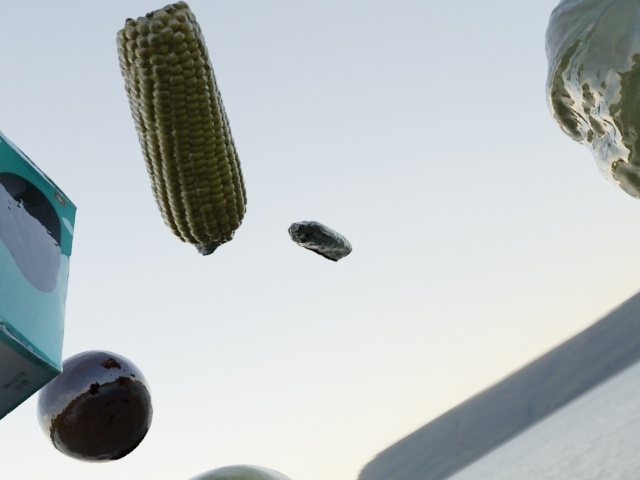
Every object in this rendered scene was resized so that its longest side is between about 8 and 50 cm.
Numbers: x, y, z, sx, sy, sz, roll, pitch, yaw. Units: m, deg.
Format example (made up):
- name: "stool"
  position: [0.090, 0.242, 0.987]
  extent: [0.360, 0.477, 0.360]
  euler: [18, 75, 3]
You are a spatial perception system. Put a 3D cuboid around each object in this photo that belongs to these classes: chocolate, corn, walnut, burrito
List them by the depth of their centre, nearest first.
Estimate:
- name: "walnut"
  position: [0.389, -0.194, 0.963]
  extent: [0.253, 0.282, 0.277]
  euler: [-38, -35, -3]
- name: "chocolate"
  position: [-0.314, 0.232, 1.206]
  extent: [0.177, 0.177, 0.177]
  euler: [-28, -17, -10]
- name: "corn"
  position: [-0.194, -0.156, 1.225]
  extent: [0.144, 0.144, 0.387]
  euler: [-25, -53, -20]
- name: "burrito"
  position: [-0.001, -0.001, 1.406]
  extent: [0.058, 0.045, 0.188]
  euler: [-36, -22, 13]

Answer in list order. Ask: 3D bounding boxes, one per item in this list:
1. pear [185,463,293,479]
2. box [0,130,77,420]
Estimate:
- name: "pear"
  position: [-0.201, 0.522, 1.555]
  extent: [0.340, 0.191, 0.386]
  euler: [-42, -10, 32]
- name: "box"
  position: [-0.311, 0.051, 0.689]
  extent: [0.205, 0.118, 0.311]
  euler: [-40, 27, 6]
